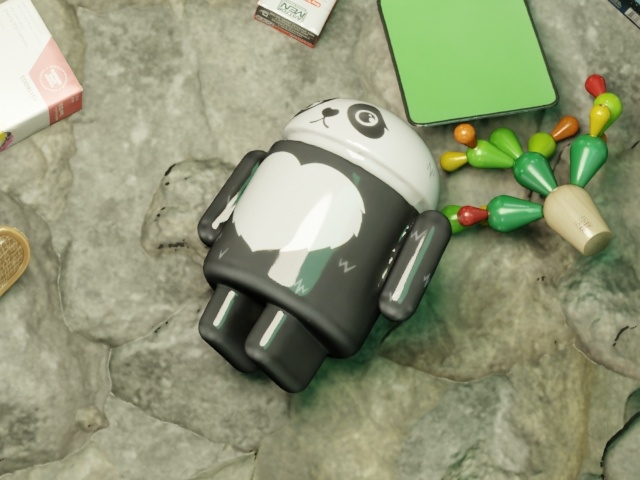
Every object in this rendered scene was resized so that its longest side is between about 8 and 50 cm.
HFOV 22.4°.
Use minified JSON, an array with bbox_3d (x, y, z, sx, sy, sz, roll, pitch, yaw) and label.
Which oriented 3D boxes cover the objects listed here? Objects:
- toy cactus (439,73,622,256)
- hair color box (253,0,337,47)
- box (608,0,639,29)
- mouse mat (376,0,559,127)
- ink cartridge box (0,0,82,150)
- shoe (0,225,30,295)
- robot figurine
[{"bbox_3d":[0.223,-0.063,1.579,0.219,0.112,0.180,-30,52,-7],"label":"toy cactus"},{"bbox_3d":[-0.005,-0.276,1.641,0.072,0.043,0.141,28,75,-2],"label":"hair color box"},{"bbox_3d":[0.312,-0.354,1.704,0.233,0.044,0.159,42,76,2],"label":"box"},{"bbox_3d":[0.145,-0.193,1.619,0.153,0.007,0.189,-9,53,-4],"label":"mouse mat"},{"bbox_3d":[-0.342,-0.138,1.550,0.198,0.067,0.115,-30,85,-13],"label":"ink cartridge box"},{"bbox_3d":[-0.362,0.068,1.515,0.219,0.058,0.076,-44,118,-10],"label":"shoe"},{"bbox_3d":[-0.002,-0.002,1.517,0.209,0.173,0.278,31,76,-3],"label":"robot figurine"}]
